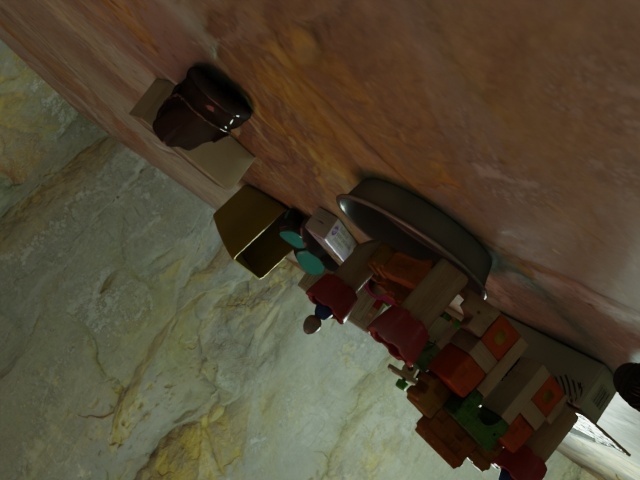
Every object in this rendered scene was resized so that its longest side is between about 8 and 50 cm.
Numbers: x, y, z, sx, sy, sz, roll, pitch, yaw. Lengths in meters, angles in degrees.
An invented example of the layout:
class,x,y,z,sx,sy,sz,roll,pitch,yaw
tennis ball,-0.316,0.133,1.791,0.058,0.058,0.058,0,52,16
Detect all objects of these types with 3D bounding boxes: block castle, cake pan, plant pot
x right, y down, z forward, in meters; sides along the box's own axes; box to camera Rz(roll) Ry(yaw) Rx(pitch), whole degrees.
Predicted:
class,x,y,z,sx,sy,sz,roll,pitch,yaw
block castle,0.196,0.225,1.138,0.453,0.213,0.303,48,168,-26
cake pan,0.158,-0.005,1.102,0.293,0.054,0.293,35,173,5
plant pot,-0.200,-0.042,2.044,0.187,0.212,0.212,46,179,26

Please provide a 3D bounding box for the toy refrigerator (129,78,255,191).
class,x,y,z,sx,sy,sz,roll,pitch,yaw
toy refrigerator,-0.284,-0.233,1.506,0.269,0.102,0.094,40,172,-36

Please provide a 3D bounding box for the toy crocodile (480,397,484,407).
class,x,y,z,sx,sy,sz,roll,pitch,yaw
toy crocodile,0.457,0.404,1.871,0.341,0.115,0.105,82,162,-54

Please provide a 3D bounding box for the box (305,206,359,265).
class,x,y,z,sx,sy,sz,roll,pitch,yaw
box,0.052,0.014,1.714,0.067,0.063,0.324,31,172,26

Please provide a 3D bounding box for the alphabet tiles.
class,x,y,z,sx,sy,sz,roll,pitch,yaw
alphabet tiles,0.439,0.307,1.255,0.237,0.009,0.198,39,172,-25

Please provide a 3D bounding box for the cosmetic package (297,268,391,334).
class,x,y,z,sx,sy,sz,roll,pitch,yaw
cosmetic package,0.097,0.170,2.166,0.309,0.160,0.113,33,174,31

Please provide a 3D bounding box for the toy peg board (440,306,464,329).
class,x,y,z,sx,sy,sz,roll,pitch,yaw
toy peg board,0.315,0.219,1.766,0.161,0.079,0.161,32,172,29

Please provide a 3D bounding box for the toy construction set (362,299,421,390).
class,x,y,z,sx,sy,sz,roll,pitch,yaw
toy construction set,0.254,0.302,1.963,0.308,0.237,0.257,36,173,-3

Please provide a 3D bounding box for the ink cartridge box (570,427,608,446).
class,x,y,z,sx,sy,sz,roll,pitch,yaw
ink cartridge box,0.836,0.611,2.151,0.179,0.045,0.145,16,170,7

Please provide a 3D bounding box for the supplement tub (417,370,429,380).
class,x,y,z,sx,sy,sz,roll,pitch,yaw
supplement tub,0.497,0.515,2.235,0.324,0.235,0.235,39,172,-23

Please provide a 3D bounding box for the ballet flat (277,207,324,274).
class,x,y,z,sx,sy,sz,roll,pitch,yaw
ballet flat,-0.041,-0.002,1.950,0.095,0.096,0.280,-3,149,17

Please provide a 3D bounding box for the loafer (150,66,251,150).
class,x,y,z,sx,sy,sz,roll,pitch,yaw
loafer,-0.230,-0.216,1.235,0.133,0.130,0.366,37,173,-17

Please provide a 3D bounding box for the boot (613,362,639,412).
class,x,y,z,sx,sy,sz,roll,pitch,yaw
boot,0.558,0.273,1.050,0.189,0.076,0.208,33,180,35

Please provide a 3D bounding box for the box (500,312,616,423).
class,x,y,z,sx,sy,sz,roll,pitch,yaw
box,0.420,0.236,1.302,0.275,0.094,0.113,27,169,49

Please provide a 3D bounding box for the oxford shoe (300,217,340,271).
class,x,y,z,sx,sy,sz,roll,pitch,yaw
oxford shoe,0.000,0.000,1.880,0.212,0.076,0.076,56,-160,-44

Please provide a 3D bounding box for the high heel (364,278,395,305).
class,x,y,z,sx,sy,sz,roll,pitch,yaw
high heel,0.157,0.117,1.753,0.117,0.082,0.244,36,-177,-37
